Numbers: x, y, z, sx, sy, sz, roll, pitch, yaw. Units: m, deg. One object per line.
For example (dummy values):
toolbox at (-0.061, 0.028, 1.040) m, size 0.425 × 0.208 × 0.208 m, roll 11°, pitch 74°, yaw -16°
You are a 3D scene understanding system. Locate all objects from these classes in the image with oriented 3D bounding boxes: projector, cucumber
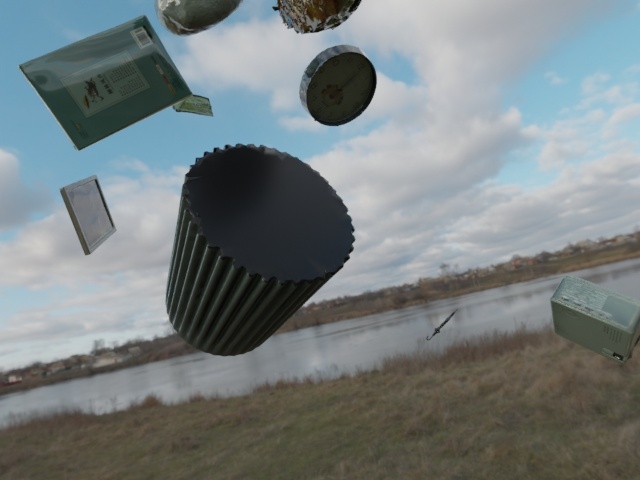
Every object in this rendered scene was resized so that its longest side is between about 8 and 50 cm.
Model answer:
projector at (0.725, 0.207, 1.087) m, size 0.192 × 0.099 × 0.257 m, roll 28°, pitch -14°, yaw 42°
cucumber at (-0.462, -0.495, 1.506) m, size 0.046 × 0.071 × 0.220 m, roll 15°, pitch 16°, yaw 16°

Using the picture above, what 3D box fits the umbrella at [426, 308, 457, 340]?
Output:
umbrella at (0.417, 0.289, 1.416) m, size 0.149 × 0.022 × 0.022 m, roll -42°, pitch 26°, yaw 0°

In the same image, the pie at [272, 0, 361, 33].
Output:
pie at (-0.011, -0.518, 0.702) m, size 0.102 × 0.289 × 0.354 m, roll -17°, pitch 8°, yaw -19°

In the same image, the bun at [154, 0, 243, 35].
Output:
bun at (-0.442, -0.896, 1.479) m, size 0.361 × 0.362 × 0.211 m, roll -17°, pitch -35°, yaw 20°

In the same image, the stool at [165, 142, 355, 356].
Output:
stool at (-0.139, 0.041, 0.781) m, size 0.297 × 0.297 × 0.330 m, roll -5°, pitch -34°, yaw -34°

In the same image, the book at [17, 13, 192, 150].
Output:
book at (-0.605, -0.460, 1.202) m, size 0.379 × 0.264 × 0.031 m, roll -34°, pitch 14°, yaw -19°

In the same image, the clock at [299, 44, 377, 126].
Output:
clock at (0.072, -0.582, 1.587) m, size 0.312 × 0.061 × 0.313 m, roll -18°, pitch -38°, yaw -15°

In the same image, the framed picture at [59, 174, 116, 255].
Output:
framed picture at (-0.745, -0.093, 1.347) m, size 0.020 × 0.211 × 0.289 m, roll -14°, pitch 18°, yaw -6°
